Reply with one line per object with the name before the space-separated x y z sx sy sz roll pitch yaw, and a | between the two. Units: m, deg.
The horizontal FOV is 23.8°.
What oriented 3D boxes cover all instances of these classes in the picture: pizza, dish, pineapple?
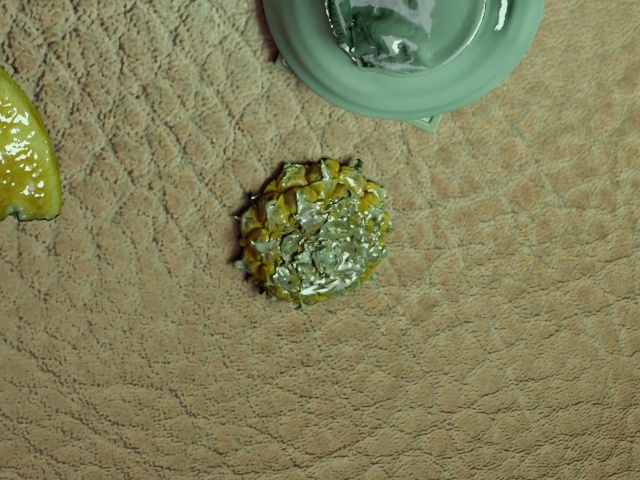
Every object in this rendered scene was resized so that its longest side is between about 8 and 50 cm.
pizza | -0.444 -0.104 1.551 0.409 0.114 0.277 24 104 -32
dish | 0.092 -0.269 1.637 0.317 0.106 0.316 0 108 0
pineapple | 0.000 0.000 1.836 0.225 0.076 0.224 -12 123 -20

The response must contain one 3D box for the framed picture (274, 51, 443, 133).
framed picture | 0.068 -0.224 1.720 0.203 0.015 0.150 23 110 -6
